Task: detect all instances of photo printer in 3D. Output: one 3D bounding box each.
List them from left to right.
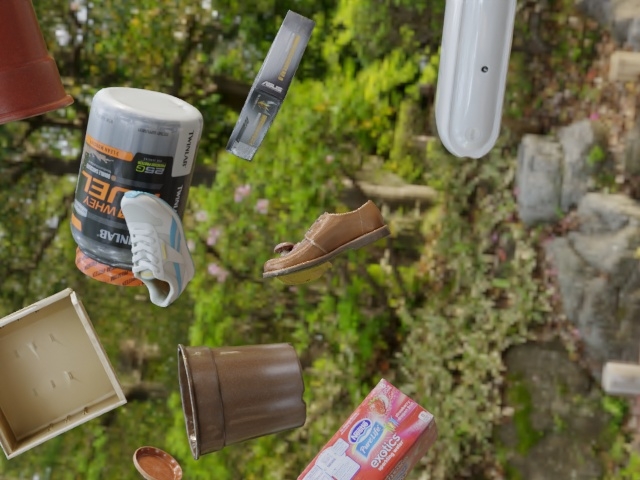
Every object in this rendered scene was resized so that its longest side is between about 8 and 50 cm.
[{"bbox_3d":[0.264,-0.303,1.861,0.256,0.107,0.307,-84,-2,-68],"label":"photo printer"}]

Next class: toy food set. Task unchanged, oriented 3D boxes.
[{"bbox_3d":[-0.053,0.041,2.544,0.218,0.128,0.071,44,-152,-67],"label":"toy food set"}]

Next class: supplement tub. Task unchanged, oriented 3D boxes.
[{"bbox_3d":[-0.349,-0.100,1.996,0.207,0.207,0.338,-68,-8,-71],"label":"supplement tub"}]

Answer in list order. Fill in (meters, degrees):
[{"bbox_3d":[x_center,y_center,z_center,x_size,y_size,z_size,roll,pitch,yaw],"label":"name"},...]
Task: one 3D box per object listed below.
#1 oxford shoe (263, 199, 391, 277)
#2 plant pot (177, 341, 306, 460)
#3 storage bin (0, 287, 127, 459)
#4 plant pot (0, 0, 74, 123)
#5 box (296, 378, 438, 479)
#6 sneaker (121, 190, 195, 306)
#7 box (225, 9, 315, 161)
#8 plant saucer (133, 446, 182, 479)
[{"bbox_3d":[0.000,0.000,1.681,0.076,0.212,0.076,153,92,-83],"label":"oxford shoe"},{"bbox_3d":[-0.112,0.221,1.542,0.167,0.165,0.167,173,90,-78],"label":"plant pot"},{"bbox_3d":[-0.580,0.269,2.230,0.260,0.262,0.123,66,171,-6],"label":"storage bin"},{"bbox_3d":[-0.496,-0.291,1.441,0.272,0.272,0.265,-66,-32,-72],"label":"plant pot"},{"bbox_3d":[0.090,0.403,1.976,0.257,0.128,0.122,-48,-26,-16],"label":"box"},{"bbox_3d":[-0.286,0.013,1.847,0.092,0.087,0.229,-62,-37,-41],"label":"sneaker"},{"bbox_3d":[-0.092,-0.272,1.917,0.231,0.056,0.183,128,165,-59],"label":"box"},{"bbox_3d":[-0.257,0.357,1.679,0.013,0.083,0.083,-58,3,18],"label":"plant saucer"}]
